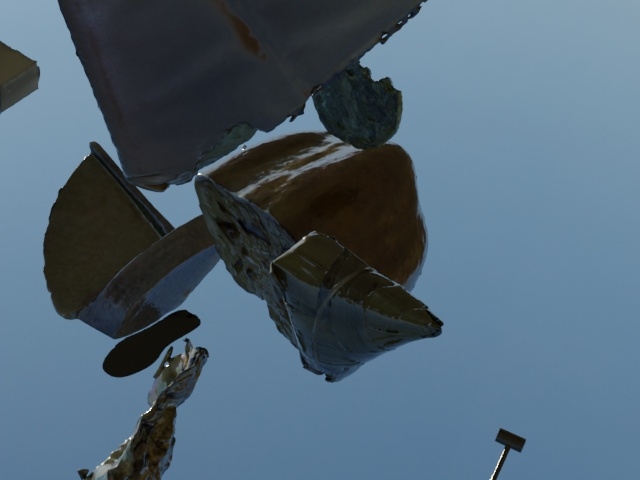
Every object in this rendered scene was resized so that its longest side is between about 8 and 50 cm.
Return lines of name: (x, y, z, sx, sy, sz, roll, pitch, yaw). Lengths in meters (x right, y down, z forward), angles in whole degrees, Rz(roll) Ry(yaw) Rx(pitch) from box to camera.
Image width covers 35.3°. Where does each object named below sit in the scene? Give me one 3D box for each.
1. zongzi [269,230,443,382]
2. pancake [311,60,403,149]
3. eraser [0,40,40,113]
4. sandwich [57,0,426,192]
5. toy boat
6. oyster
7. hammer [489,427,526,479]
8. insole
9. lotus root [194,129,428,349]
zongzi: (0.045, 0.087, 0.882, 0.176, 0.160, 0.078, 27, -120, 34)
pancake: (0.034, -0.158, 1.119, 0.022, 0.116, 0.129, -33, -106, -37)
eraser: (-0.386, -0.126, 0.891, 0.157, 0.038, 0.230, 27, -134, 15)
sandwich: (-0.079, -0.132, 0.480, 0.186, 0.220, 0.108, 25, -144, -46)
toy boat: (-0.316, 0.019, 1.591, 0.293, 0.111, 0.276, 26, -113, 18)
oyster: (-0.257, 0.301, 1.509, 0.107, 0.201, 0.355, 40, -119, -9)
hammer: (0.216, 0.279, 1.230, 0.035, 0.019, 0.110, 23, -129, 16)
insole: (-0.241, 0.146, 1.442, 0.064, 0.004, 0.188, 30, -143, 21)
lotus root: (0.000, 0.000, 1.334, 0.250, 0.316, 0.316, -37, -94, -30)
